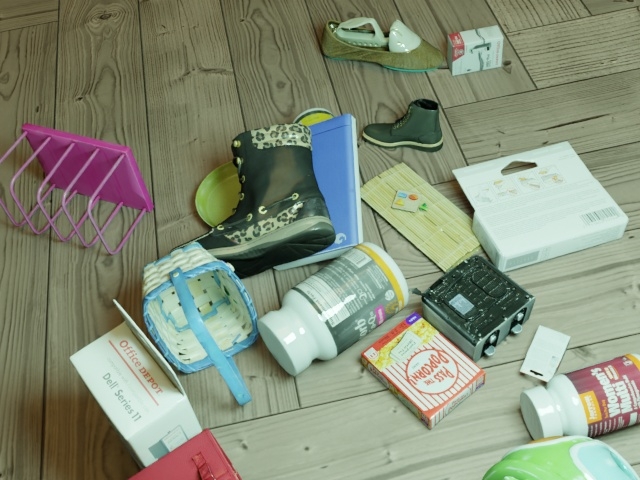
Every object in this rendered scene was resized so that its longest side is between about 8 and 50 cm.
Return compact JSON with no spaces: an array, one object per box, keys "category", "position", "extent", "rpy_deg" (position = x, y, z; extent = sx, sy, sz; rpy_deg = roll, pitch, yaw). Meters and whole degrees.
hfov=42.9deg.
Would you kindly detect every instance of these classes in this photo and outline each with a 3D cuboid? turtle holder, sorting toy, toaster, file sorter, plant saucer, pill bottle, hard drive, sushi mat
[{"category":"turtle holder","position":[0.411,0.440,1.247],"extent":[0.227,0.243,0.320],"rpy_deg":[-25,40,-35]},{"category":"sorting toy","position":[0.209,-0.089,1.841],"extent":[0.083,0.012,0.062],"rpy_deg":[12,51,16]},{"category":"toaster","position":[0.298,0.133,1.603],"extent":[0.168,0.110,0.186],"rpy_deg":[-35,54,-21]},{"category":"file sorter","position":[-0.574,-0.111,1.868],"extent":[0.291,0.202,0.182],"rpy_deg":[14,55,19]},{"category":"plant saucer","position":[-0.171,-0.098,1.910],"extent":[0.241,0.037,0.241],"rpy_deg":[-3,50,4]},{"category":"pill bottle","position":[0.478,0.285,1.443],"extent":[0.221,0.121,0.121],"rpy_deg":[-15,50,-6]},{"category":"pill bottle","position":[0.009,-0.206,1.923],"extent":[0.119,0.119,0.208],"rpy_deg":[-16,50,-6]},{"category":"hard drive","position":[-0.014,-0.108,1.789],"extent":[0.210,0.040,0.318],"rpy_deg":[-14,63,25]},{"category":"sushi mat","position":[0.230,-0.059,1.834],"extent":[0.151,0.019,0.316],"rpy_deg":[-32,53,-19]},{"category":"pill bottle","position":[0.025,0.135,1.605],"extent":[0.278,0.162,0.162],"rpy_deg":[-34,54,-18]}]

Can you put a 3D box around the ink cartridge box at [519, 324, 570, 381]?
[{"category":"ink cartridge box","position":[0.430,0.223,1.563],"extent":[0.063,0.029,0.115],"rpy_deg":[20,56,22]}]

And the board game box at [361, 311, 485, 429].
[{"category":"board game box","position":[0.196,0.246,1.563],"extent":[0.147,0.045,0.193],"rpy_deg":[-35,54,-21]}]

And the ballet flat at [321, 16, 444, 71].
[{"category":"ballet flat","position":[0.160,-0.536,2.179],"extent":[0.342,0.124,0.116],"rpy_deg":[14,53,18]}]

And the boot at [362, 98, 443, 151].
[{"category":"boot","position":[0.198,-0.292,1.959],"extent":[0.198,0.137,0.077],"rpy_deg":[6,51,13]}]

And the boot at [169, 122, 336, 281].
[{"category":"boot","position":[-0.160,-0.079,1.752],"extent":[0.377,0.138,0.284],"rpy_deg":[-17,63,20]}]

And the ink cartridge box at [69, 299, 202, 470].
[{"category":"ink cartridge box","position":[-0.305,0.285,1.394],"extent":[0.119,0.353,0.207],"rpy_deg":[-34,54,-20]}]

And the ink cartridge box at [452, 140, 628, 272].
[{"category":"ink cartridge box","position":[0.469,-0.079,1.777],"extent":[0.296,0.066,0.261],"rpy_deg":[-15,50,-10]}]

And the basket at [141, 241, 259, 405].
[{"category":"basket","position":[-0.226,0.152,1.565],"extent":[0.201,0.254,0.289],"rpy_deg":[-24,41,-4]}]

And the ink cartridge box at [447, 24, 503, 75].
[{"category":"ink cartridge box","position":[0.404,-0.496,2.128],"extent":[0.135,0.099,0.056],"rpy_deg":[-11,49,-1]}]

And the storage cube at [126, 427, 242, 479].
[{"category":"storage cube","position":[-0.203,0.460,1.331],"extent":[0.193,0.215,0.183],"rpy_deg":[-32,53,-11]}]
